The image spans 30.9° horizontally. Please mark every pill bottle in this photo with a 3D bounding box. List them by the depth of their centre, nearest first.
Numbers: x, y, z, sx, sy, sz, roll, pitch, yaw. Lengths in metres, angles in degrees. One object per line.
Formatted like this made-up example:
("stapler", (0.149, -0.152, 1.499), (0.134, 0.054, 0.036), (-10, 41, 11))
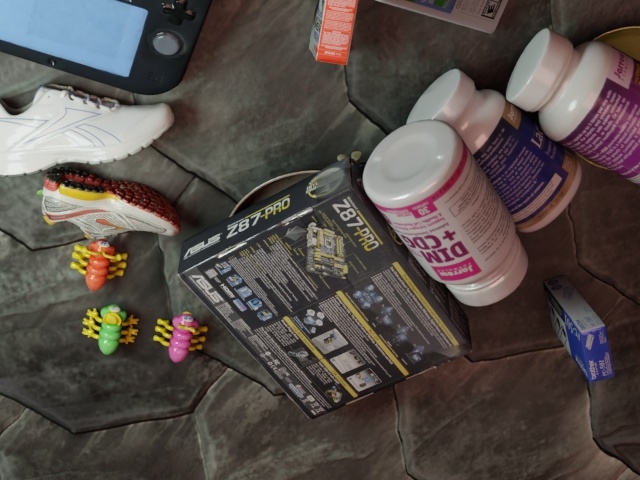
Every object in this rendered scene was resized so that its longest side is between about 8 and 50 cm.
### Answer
("pill bottle", (0.197, -0.034, 1.750), (0.160, 0.160, 0.283), (-35, 128, 7))
("pill bottle", (0.446, -0.204, 1.783), (0.301, 0.169, 0.169), (26, 106, -10))
("pill bottle", (0.273, -0.144, 1.837), (0.264, 0.153, 0.153), (36, 102, -19))

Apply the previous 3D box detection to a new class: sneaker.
("sneaker", (-0.373, -0.179, 1.770), (0.297, 0.111, 0.129), (-10, 106, -4))
("sneaker", (-0.331, -0.046, 1.836), (0.225, 0.088, 0.093), (15, 116, -14))

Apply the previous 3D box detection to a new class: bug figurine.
("bug figurine", (-0.276, 0.096, 1.903), (0.279, 0.072, 0.216), (8, 110, -10))

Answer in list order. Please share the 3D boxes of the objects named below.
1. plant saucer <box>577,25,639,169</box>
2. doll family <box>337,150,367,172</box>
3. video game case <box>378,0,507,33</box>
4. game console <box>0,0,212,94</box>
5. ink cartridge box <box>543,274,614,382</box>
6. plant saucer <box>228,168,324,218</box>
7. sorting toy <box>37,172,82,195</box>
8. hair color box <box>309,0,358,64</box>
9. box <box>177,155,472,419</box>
("plant saucer", (0.500, -0.232, 1.882), (0.241, 0.037, 0.241), (0, 112, 0))
("doll family", (0.070, -0.081, 1.877), (0.193, 0.076, 0.111), (-4, 134, 2))
("video game case", (0.227, -0.478, 1.675), (0.300, 0.036, 0.329), (2, 117, -50))
("game console", (-0.349, -0.367, 1.631), (0.386, 0.060, 0.342), (16, 145, -13))
("ink cartridge box", (0.430, 0.145, 1.937), (0.046, 0.207, 0.097), (-16, 112, -1))
("plant saucer", (0.000, 0.000, 1.869), (0.310, 0.050, 0.311), (1, 130, 2))
("sorting toy", (-0.408, -0.071, 1.853), (0.083, 0.012, 0.062), (-14, 112, -2))
("hair color box", (0.024, -0.360, 1.756), (0.053, 0.093, 0.167), (8, 109, -10))
("box", (0.013, 0.091, 1.849), (0.318, 0.097, 0.395), (-26, 124, 21))
